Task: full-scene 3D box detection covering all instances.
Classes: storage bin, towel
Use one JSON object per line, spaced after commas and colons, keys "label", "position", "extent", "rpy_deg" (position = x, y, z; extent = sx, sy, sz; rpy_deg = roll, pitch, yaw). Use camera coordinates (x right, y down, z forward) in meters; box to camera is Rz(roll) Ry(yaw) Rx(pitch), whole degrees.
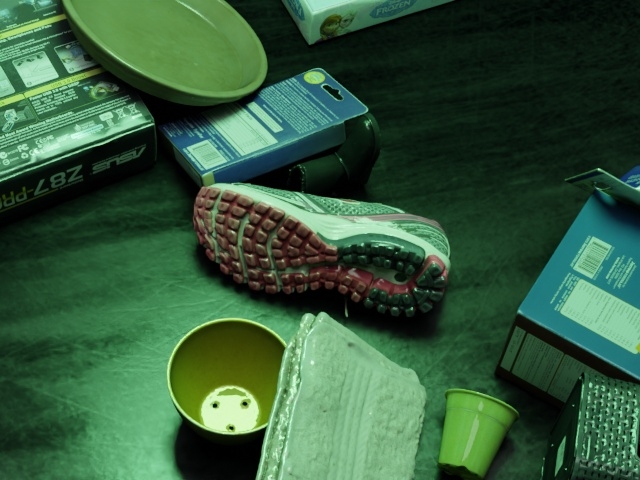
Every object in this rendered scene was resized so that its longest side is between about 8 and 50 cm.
{"label": "storage bin", "position": [0.279, 0.227, 1.335], "extent": [0.084, 0.180, 0.122], "rpy_deg": [12, 56, 4]}
{"label": "towel", "position": [0.023, 0.225, 1.333], "extent": [0.187, 0.049, 0.282], "rpy_deg": [35, 51, -32]}

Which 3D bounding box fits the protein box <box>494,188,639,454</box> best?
{"label": "protein box", "position": [0.334, 0.091, 1.457], "extent": [0.201, 0.136, 0.200], "rpy_deg": [29, 59, 14]}

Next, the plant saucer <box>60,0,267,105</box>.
{"label": "plant saucer", "position": [-0.195, -0.255, 1.628], "extent": [0.277, 0.041, 0.278], "rpy_deg": [23, 33, -16]}

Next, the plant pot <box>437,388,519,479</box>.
{"label": "plant pot", "position": [0.160, 0.210, 1.404], "extent": [0.083, 0.083, 0.079], "rpy_deg": [18, 68, 7]}

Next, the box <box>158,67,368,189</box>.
{"label": "box", "position": [-0.067, -0.135, 1.601], "extent": [0.225, 0.037, 0.136], "rpy_deg": [-23, 39, -18]}

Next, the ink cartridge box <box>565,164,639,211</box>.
{"label": "ink cartridge box", "position": [0.444, -0.015, 1.478], "extent": [0.332, 0.165, 0.065], "rpy_deg": [29, 88, -3]}

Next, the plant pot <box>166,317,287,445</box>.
{"label": "plant pot", "position": [-0.094, 0.163, 1.393], "extent": [0.134, 0.095, 0.134], "rpy_deg": [3, 56, -4]}

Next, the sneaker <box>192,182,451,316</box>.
{"label": "sneaker", "position": [0.000, 0.000, 1.510], "extent": [0.299, 0.121, 0.112], "rpy_deg": [17, 35, 1]}

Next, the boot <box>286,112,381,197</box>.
{"label": "boot", "position": [0.014, -0.092, 1.561], "extent": [0.099, 0.121, 0.045], "rpy_deg": [-17, 58, -23]}

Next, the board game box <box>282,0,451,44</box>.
{"label": "board game box", "position": [0.059, -0.440, 1.823], "extent": [0.318, 0.066, 0.318], "rpy_deg": [-19, 60, -17]}

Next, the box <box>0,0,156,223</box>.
{"label": "box", "position": [-0.438, -0.158, 1.573], "extent": [0.394, 0.097, 0.318], "rpy_deg": [-24, 63, -20]}
